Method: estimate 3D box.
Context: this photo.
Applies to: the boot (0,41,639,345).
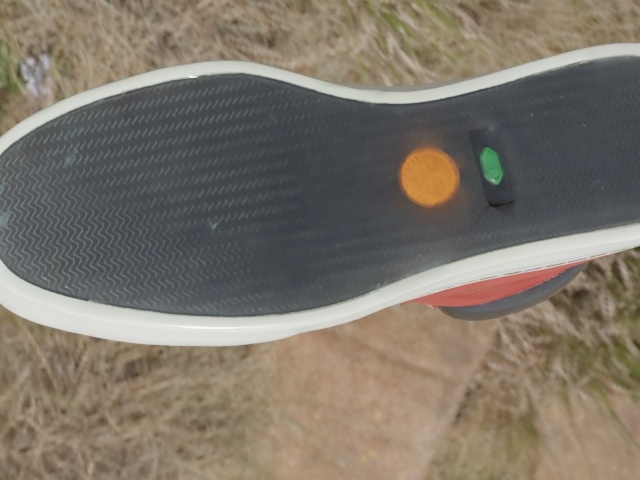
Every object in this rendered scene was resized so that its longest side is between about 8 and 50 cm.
[{"bbox_3d":[0.000,0.000,0.522,0.244,0.176,0.088,-6,78,-11],"label":"boot"}]
